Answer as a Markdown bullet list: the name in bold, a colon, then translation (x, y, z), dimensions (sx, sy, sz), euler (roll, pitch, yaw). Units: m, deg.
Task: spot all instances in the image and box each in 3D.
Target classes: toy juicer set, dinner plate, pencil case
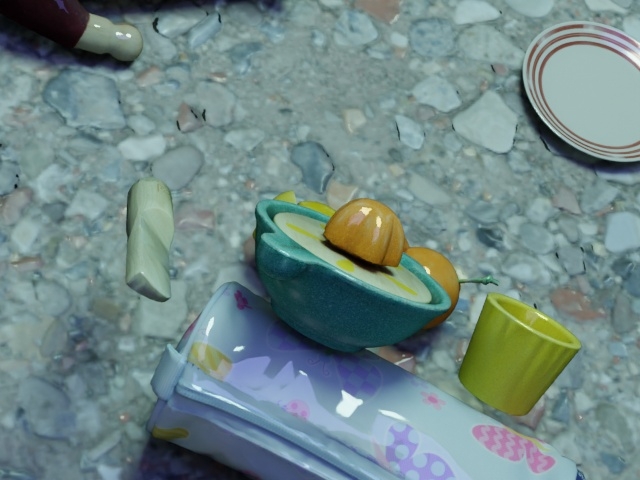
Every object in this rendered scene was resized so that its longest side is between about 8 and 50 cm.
- **toy juicer set**: translation (0.000, 0.000, 0.893), dimensions (0.329, 0.089, 0.209), euler (19, 15, -34)
- **dinner plate**: translation (0.230, -0.121, 1.153), dimensions (0.141, 0.017, 0.141), euler (7, 60, -12)
- **pencil case**: translation (0.025, 0.134, 0.886), dimensions (0.273, 0.113, 0.124), euler (29, 27, 2)

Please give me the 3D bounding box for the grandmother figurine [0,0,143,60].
- **grandmother figurine**: translation (-0.188, -0.235, 1.047), dimensions (0.342, 0.104, 0.208), euler (-14, 71, -23)
